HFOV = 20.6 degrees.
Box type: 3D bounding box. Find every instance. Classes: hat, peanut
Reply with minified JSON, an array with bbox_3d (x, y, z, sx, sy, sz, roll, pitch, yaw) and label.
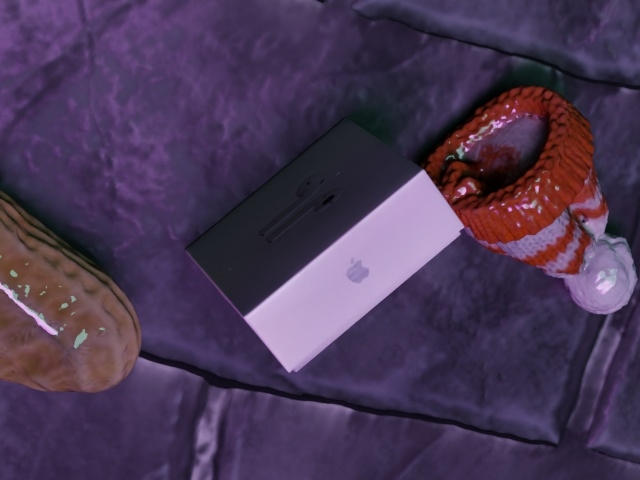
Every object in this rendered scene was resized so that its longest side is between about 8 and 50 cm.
[{"bbox_3d":[0.146,-0.013,1.118,0.112,0.093,0.162,-39,133,6],"label":"hat"},{"bbox_3d":[-0.188,0.023,1.005,0.194,0.083,0.093,36,127,-20],"label":"peanut"}]

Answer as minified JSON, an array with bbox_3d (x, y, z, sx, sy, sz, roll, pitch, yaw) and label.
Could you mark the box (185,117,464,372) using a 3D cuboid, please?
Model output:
[{"bbox_3d":[0.000,0.000,1.034,0.129,0.130,0.051,-40,116,-4],"label":"box"}]
